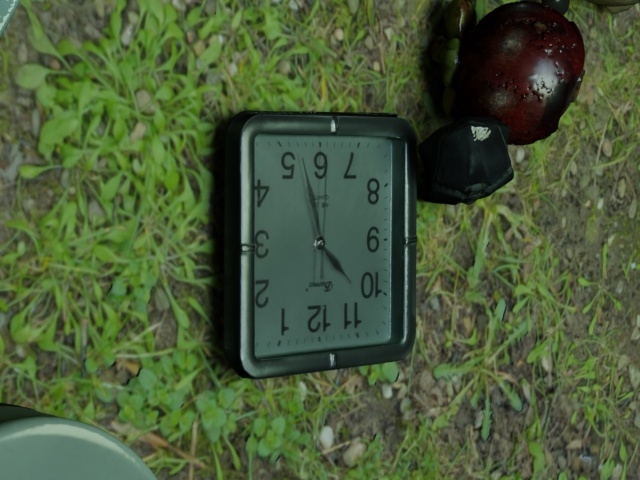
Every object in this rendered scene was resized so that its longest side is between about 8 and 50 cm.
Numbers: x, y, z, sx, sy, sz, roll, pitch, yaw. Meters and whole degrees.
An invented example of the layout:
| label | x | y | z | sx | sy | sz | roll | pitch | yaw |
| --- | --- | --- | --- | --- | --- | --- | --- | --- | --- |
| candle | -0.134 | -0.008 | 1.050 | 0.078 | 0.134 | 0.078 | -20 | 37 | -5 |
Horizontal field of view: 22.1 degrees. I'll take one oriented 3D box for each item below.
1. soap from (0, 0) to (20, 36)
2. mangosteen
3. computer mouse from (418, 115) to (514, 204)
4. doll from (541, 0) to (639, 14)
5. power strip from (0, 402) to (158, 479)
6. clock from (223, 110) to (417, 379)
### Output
| label | x | y | z | sx | sy | sz | roll | pitch | yaw |
| --- | --- | --- | --- | --- | --- | --- | --- | --- | --- |
| soap | -0.331 | -0.199 | 1.399 | 0.119 | 0.066 | 0.198 | 40 | 65 | -37 |
| mangosteen | 0.210 | -0.195 | 1.879 | 0.166 | 0.180 | 0.166 | 18 | 90 | -71 |
| computer mouse | 0.166 | -0.076 | 1.835 | 0.192 | 0.106 | 0.062 | 85 | -10 | -66 |
| doll | 0.331 | -0.384 | 1.988 | 0.330 | 0.174 | 0.235 | 2 | 121 | -43 |
| power strip | -0.298 | 0.302 | 1.400 | 0.357 | 0.161 | 0.357 | -3 | 95 | -43 |
| clock | -0.001 | 0.000 | 1.753 | 0.273 | 0.049 | 0.279 | -2 | 94 | -45 |
